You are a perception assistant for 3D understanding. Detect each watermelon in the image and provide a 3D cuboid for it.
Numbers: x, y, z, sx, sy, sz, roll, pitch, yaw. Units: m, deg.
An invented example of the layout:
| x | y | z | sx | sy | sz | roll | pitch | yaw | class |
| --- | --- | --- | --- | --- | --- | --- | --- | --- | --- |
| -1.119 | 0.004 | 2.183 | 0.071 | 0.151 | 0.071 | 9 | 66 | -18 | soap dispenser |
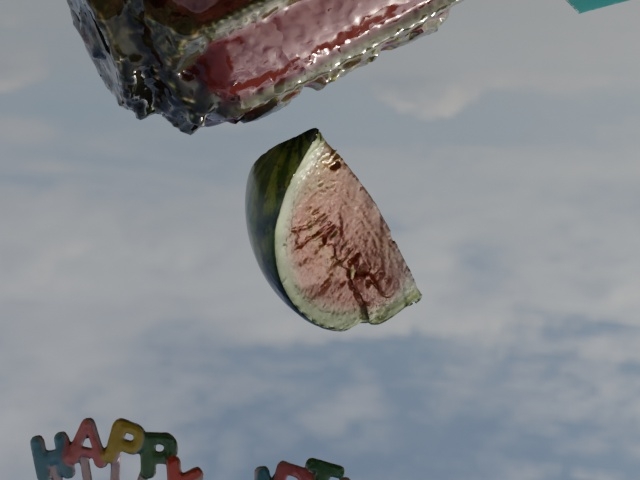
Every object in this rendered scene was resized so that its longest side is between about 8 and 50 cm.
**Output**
| x | y | z | sx | sy | sz | roll | pitch | yaw | class |
| --- | --- | --- | --- | --- | --- | --- | --- | --- | --- |
| -0.008 | 0.010 | 1.104 | 0.087 | 0.163 | 0.069 | -8 | -135 | 29 | watermelon |

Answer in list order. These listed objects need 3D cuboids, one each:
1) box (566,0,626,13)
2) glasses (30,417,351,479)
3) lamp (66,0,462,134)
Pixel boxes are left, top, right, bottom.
| x | y | z | sx | sy | sz | roll | pitch | yaw | class |
| --- | --- | --- | --- | --- | --- | --- | --- | --- | --- |
| 0.183 | -0.293 | 1.316 | 0.092 | 0.153 | 0.245 | -11 | 156 | 31 | box |
| -0.067 | 0.193 | 1.104 | 0.255 | 0.162 | 0.095 | 15 | -164 | -5 | glasses |
| -0.020 | -0.177 | 1.065 | 0.274 | 0.177 | 0.177 | -29 | -160 | -14 | lamp |
